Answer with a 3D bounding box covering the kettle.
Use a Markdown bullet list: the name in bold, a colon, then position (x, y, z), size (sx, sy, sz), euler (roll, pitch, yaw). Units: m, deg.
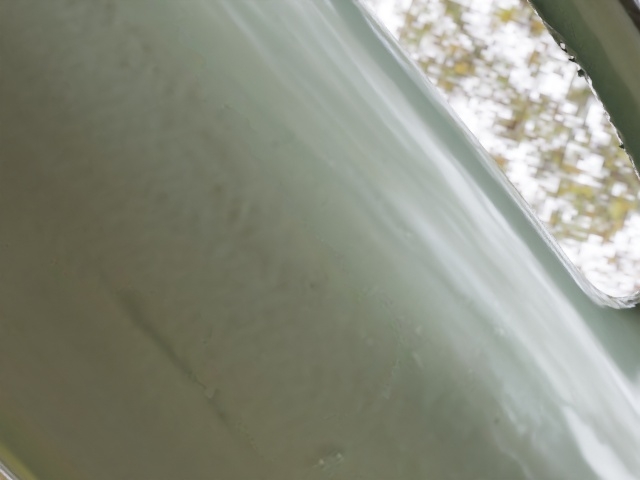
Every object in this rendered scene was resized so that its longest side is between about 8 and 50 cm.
- **kettle**: position (0.000, 0.000, 0.458), size (0.240, 0.255, 0.165), euler (-43, -173, -6)
